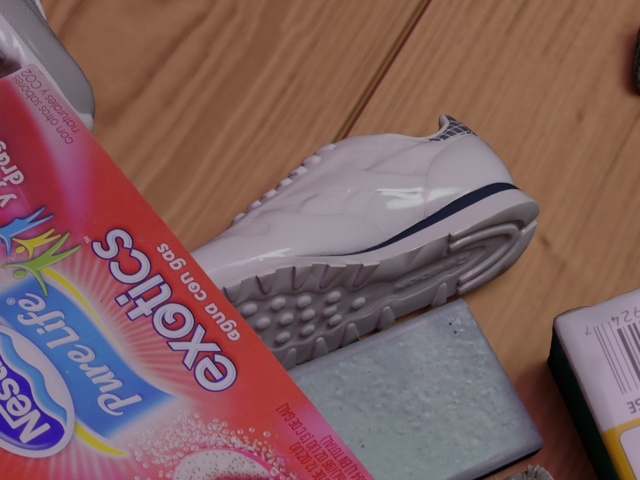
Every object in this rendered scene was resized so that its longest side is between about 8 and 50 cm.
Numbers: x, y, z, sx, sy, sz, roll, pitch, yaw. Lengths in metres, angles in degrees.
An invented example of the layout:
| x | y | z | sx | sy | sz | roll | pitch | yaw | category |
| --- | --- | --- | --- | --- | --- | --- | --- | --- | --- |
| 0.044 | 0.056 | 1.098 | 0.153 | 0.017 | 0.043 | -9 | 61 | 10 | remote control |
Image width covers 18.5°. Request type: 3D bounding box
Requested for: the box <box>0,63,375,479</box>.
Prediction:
| x | y | z | sx | sy | sz | roll | pitch | yaw | category |
| --- | --- | --- | --- | --- | --- | --- | --- | --- | --- |
| -0.112 | 0.089 | 0.916 | 0.142 | 0.154 | 0.300 | -30 | 68 | -25 | box |

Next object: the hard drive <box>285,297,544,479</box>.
| x | y | z | sx | sy | sz | roll | pitch | yaw | category |
| --- | --- | --- | --- | --- | --- | --- | --- | --- | --- |
| 0.040 | 0.097 | 1.051 | 0.135 | 0.022 | 0.094 | -22 | 73 | -23 | hard drive |

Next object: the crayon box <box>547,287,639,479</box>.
| x | y | z | sx | sy | sz | roll | pitch | yaw | category |
| --- | --- | --- | --- | --- | --- | --- | --- | --- | --- |
| 0.272 | 0.158 | 1.019 | 0.203 | 0.083 | 0.323 | -20 | 70 | -3 | crayon box |

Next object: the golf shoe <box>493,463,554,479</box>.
| x | y | z | sx | sy | sz | roll | pitch | yaw | category |
| --- | --- | --- | --- | --- | --- | --- | --- | --- | --- |
| 0.111 | 0.202 | 1.008 | 0.086 | 0.069 | 0.176 | 49 | 32 | -39 | golf shoe |

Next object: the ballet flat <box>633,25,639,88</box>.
| x | y | z | sx | sy | sz | roll | pitch | yaw | category |
| --- | --- | --- | --- | --- | --- | --- | --- | --- | --- |
| 0.269 | -0.093 | 1.151 | 0.188 | 0.070 | 0.070 | 13 | 54 | 34 | ballet flat |

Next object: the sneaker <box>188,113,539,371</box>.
| x | y | z | sx | sy | sz | roll | pitch | yaw | category |
| --- | --- | --- | --- | --- | --- | --- | --- | --- | --- |
| 0.000 | 0.000 | 1.062 | 0.235 | 0.090 | 0.095 | -17 | 58 | -26 | sneaker |

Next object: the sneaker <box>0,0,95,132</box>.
| x | y | z | sx | sy | sz | roll | pitch | yaw | category |
| --- | --- | --- | --- | --- | --- | --- | --- | --- | --- |
| -0.197 | -0.171 | 1.069 | 0.115 | 0.105 | 0.281 | -30 | 79 | -32 | sneaker |
